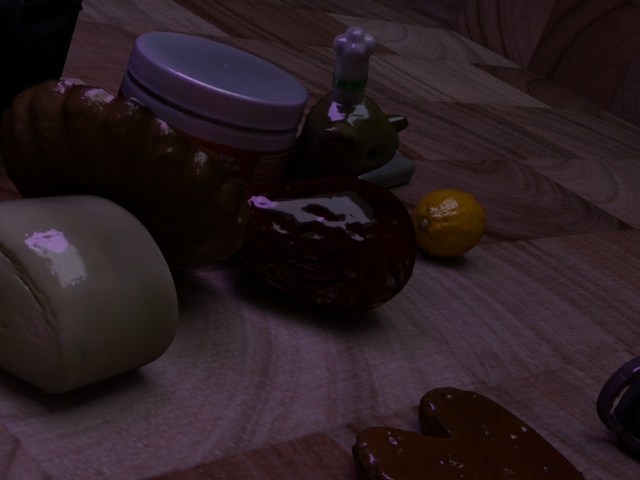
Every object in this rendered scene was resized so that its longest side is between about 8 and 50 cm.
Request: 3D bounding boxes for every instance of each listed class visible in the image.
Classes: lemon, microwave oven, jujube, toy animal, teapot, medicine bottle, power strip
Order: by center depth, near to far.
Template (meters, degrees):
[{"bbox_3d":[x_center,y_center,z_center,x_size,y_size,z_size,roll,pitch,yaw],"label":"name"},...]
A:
[{"bbox_3d":[0.435,0.200,1.450,0.148,0.146,0.116,23,22,8],"label":"teapot"},{"bbox_3d":[0.000,0.000,1.500,0.255,0.190,0.190,9,24,-15],"label":"jujube"},{"bbox_3d":[-0.485,-0.263,1.559,0.219,0.286,0.355,22,17,-1],"label":"microwave oven"},{"bbox_3d":[-0.171,-0.136,1.584,0.253,0.240,0.252,18,20,-7],"label":"medicine bottle"},{"bbox_3d":[0.043,-0.132,1.637,0.180,0.363,0.181,15,60,-14],"label":"toy animal"},{"bbox_3d":[0.205,-0.028,1.839,0.114,0.114,0.155,35,27,33],"label":"lemon"},{"bbox_3d":[0.076,-0.136,2.074,0.118,0.046,0.270,32,23,21],"label":"power strip"}]

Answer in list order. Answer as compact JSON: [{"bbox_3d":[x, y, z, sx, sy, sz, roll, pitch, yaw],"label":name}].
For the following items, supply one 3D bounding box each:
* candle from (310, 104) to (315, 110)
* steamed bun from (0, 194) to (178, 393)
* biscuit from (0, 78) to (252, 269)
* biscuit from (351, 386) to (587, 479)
[{"bbox_3d":[0.035,-0.236,2.316,0.167,0.021,0.026,37,1,40],"label":"candle"},{"bbox_3d":[-0.278,0.039,1.180,0.250,0.154,0.200,31,23,32],"label":"steamed bun"},{"bbox_3d":[-0.241,-0.060,1.343,0.326,0.107,0.325,21,-23,9],"label":"biscuit"},{"bbox_3d":[0.147,0.246,1.214,0.277,0.052,0.262,2,23,-38],"label":"biscuit"}]
